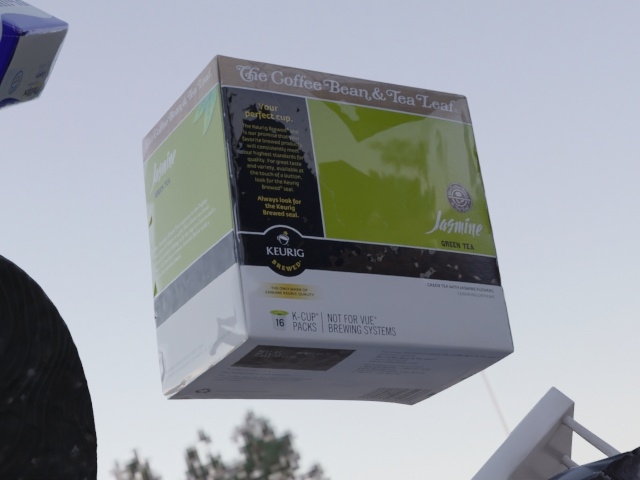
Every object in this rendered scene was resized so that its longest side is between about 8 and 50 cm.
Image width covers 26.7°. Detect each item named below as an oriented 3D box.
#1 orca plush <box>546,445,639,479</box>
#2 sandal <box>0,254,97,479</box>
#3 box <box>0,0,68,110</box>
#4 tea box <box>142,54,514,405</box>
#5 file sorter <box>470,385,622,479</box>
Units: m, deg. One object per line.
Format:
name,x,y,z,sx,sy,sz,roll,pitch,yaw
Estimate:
orca plush,0.119,0.212,0.429,0.102,0.287,0.151,-28,3,43
sandal,-0.209,0.196,0.554,0.168,0.445,0.107,31,-28,-16
box,-0.280,-0.162,1.032,0.072,0.137,0.126,-63,0,13
tea box,0.000,0.000,1.504,0.329,0.323,0.220,6,-25,-29
file sorter,0.161,0.272,0.903,0.193,0.173,0.277,-44,-28,-18
